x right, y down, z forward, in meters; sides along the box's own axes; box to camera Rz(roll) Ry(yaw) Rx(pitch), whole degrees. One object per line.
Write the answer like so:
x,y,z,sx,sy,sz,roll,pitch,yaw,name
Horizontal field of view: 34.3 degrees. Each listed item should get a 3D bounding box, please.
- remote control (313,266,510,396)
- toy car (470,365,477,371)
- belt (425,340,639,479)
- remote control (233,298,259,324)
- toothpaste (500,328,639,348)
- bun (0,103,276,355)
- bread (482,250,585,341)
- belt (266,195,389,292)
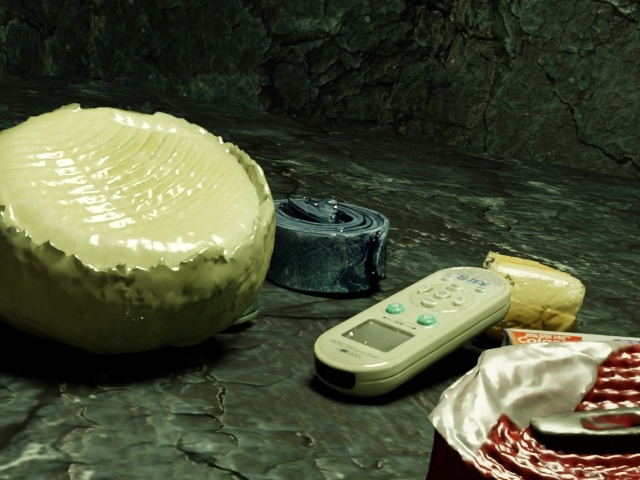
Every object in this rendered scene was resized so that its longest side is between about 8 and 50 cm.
0.082,0.074,0.874,0.078,0.042,0.221,19,31,38,remote control
0.173,0.124,0.806,0.121,0.035,0.059,17,13,4,toy car
0.148,0.136,0.544,0.200,0.124,0.128,0,33,-9,belt
-0.160,0.038,0.978,0.221,0.042,0.072,13,16,24,remote control
0.251,0.109,0.901,0.196,0.047,0.040,5,27,-10,toothpaste
-0.168,0.004,0.859,0.259,0.152,0.259,12,35,-8,bun
0.200,0.061,1.007,0.106,0.082,0.125,20,5,10,bread
0.000,0.000,1.147,0.141,0.082,0.190,-4,14,-21,belt
